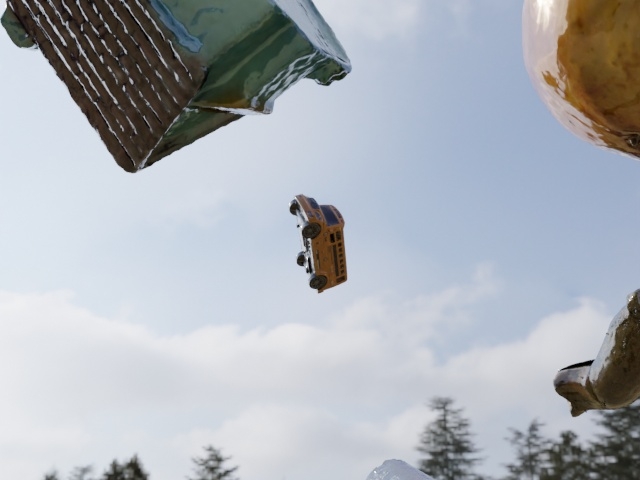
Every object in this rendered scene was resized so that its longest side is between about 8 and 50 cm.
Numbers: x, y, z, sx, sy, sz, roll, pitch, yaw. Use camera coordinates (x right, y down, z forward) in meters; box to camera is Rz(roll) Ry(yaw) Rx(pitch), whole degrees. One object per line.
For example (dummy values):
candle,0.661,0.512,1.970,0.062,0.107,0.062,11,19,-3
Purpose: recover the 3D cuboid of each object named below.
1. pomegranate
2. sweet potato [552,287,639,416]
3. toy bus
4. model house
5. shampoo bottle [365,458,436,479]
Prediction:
pomegranate,0.427,-0.287,0.836,0.410,0.410,0.410,1,-26,1
sweet potato,0.405,0.172,1.037,0.112,0.085,0.286,31,-30,21
toy bus,0.000,0.000,1.364,0.088,0.083,0.194,-18,-46,-12
model house,-0.157,-0.208,0.723,0.249,0.280,0.230,-36,-6,18
shampoo bottle,0.116,0.343,0.875,0.084,0.129,0.323,31,-12,-5
